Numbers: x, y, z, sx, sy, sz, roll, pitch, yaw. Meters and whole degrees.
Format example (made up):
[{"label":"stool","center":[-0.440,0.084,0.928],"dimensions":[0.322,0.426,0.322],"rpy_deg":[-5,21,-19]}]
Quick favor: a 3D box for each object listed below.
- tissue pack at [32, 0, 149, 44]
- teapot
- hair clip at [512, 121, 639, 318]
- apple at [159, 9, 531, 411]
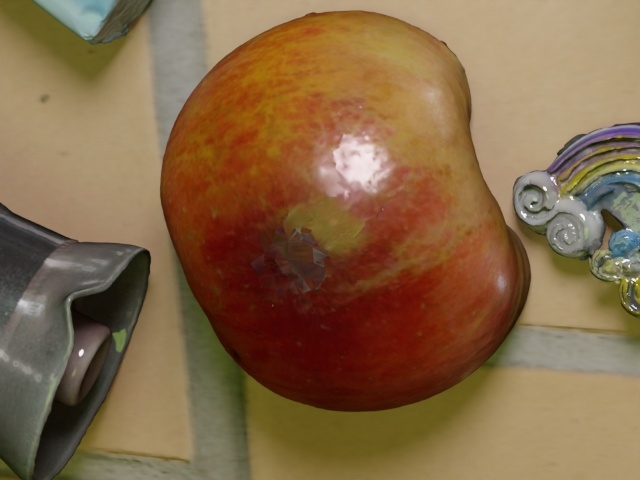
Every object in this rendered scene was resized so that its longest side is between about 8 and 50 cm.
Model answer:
[{"label":"tissue pack","center":[-0.210,-0.281,1.122],"dimensions":[0.263,0.089,0.177],"rpy_deg":[38,117,3]},{"label":"teapot","center":[-0.327,0.042,1.224],"dimensions":[0.344,0.253,0.300],"rpy_deg":[25,150,6]},{"label":"hair clip","center":[0.219,-0.017,1.086],"dimensions":[0.172,0.049,0.116],"rpy_deg":[39,106,12]},{"label":"apple","center":[0.000,0.000,1.108],"dimensions":[0.251,0.163,0.293],"rpy_deg":[-15,102,24]}]
